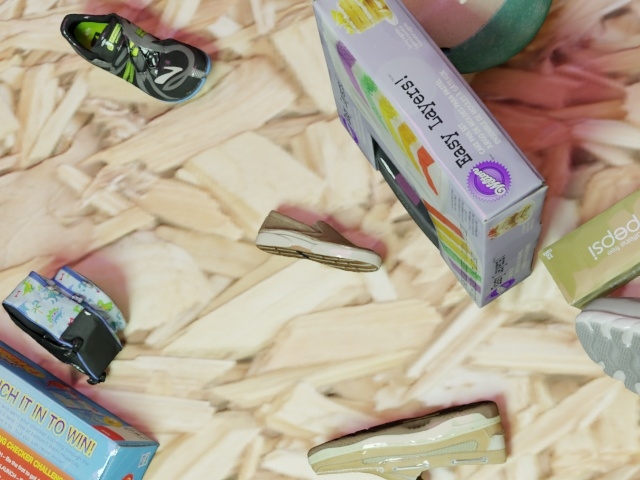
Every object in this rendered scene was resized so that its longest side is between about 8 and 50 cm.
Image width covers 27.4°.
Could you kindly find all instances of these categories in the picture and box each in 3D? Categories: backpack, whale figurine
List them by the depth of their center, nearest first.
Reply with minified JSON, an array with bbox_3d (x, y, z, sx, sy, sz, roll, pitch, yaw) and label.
[{"bbox_3d":[0.149,-0.279,1.245,0.216,0.141,0.272,-19,49,44],"label":"whale figurine"},{"bbox_3d":[-0.264,0.078,1.371,0.114,0.105,0.084,28,71,25],"label":"backpack"}]

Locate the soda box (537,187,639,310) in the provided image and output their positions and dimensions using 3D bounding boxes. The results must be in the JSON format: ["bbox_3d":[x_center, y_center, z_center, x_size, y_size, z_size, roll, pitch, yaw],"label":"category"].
[{"bbox_3d":[0.288,-0.010,1.167,0.181,0.061,0.058,-34,71,15],"label":"soda box"}]

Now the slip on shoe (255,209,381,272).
[{"bbox_3d":[0.000,0.000,1.300,0.135,0.051,0.041,10,74,30],"label":"slip on shoe"}]

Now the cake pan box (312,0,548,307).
[{"bbox_3d":[0.096,-0.081,1.156,0.070,0.267,0.246,-32,73,-4],"label":"cake pan box"}]

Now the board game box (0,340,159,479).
[{"bbox_3d":[-0.369,0.274,1.391,0.308,0.086,0.302,29,93,24],"label":"board game box"}]

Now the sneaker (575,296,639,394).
[{"bbox_3d":[0.360,0.078,1.122,0.281,0.105,0.115,5,50,28],"label":"sneaker"}]

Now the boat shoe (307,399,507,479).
[{"bbox_3d":[0.080,0.204,1.224,0.190,0.068,0.072,-16,88,20],"label":"boat shoe"}]

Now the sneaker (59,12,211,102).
[{"bbox_3d":[-0.200,-0.197,1.397,0.188,0.078,0.067,23,91,24],"label":"sneaker"}]
